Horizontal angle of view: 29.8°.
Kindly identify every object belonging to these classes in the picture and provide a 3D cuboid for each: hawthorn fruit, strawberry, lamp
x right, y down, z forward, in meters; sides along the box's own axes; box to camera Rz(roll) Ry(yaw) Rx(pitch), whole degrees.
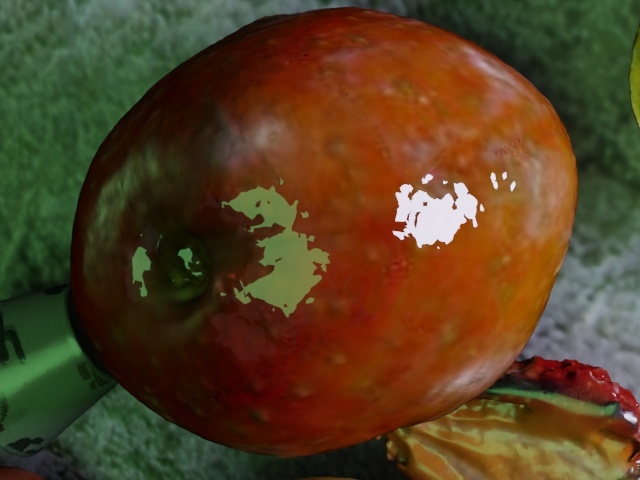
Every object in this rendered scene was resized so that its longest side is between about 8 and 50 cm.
[{"bbox_3d":[0.000,0.000,0.694,0.284,0.284,0.284,6,109,18],"label":"hawthorn fruit"},{"bbox_3d":[0.138,0.132,0.777,0.192,0.085,0.140,-12,105,25],"label":"strawberry"},{"bbox_3d":[-0.251,0.111,0.892,0.214,0.121,0.121,-25,98,13],"label":"lamp"}]

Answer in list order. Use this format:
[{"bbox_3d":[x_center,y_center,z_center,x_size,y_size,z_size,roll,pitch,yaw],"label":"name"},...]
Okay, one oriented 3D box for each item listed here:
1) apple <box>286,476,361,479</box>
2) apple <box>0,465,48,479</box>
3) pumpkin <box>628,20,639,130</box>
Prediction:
[{"bbox_3d":[-0.007,0.339,0.737,0.391,0.391,0.346,21,109,13],"label":"apple"},{"bbox_3d":[-0.262,0.270,0.930,0.199,0.199,0.199,6,109,18],"label":"apple"},{"bbox_3d":[0.278,-0.098,0.648,0.217,0.110,0.217,9,123,15],"label":"pumpkin"}]
